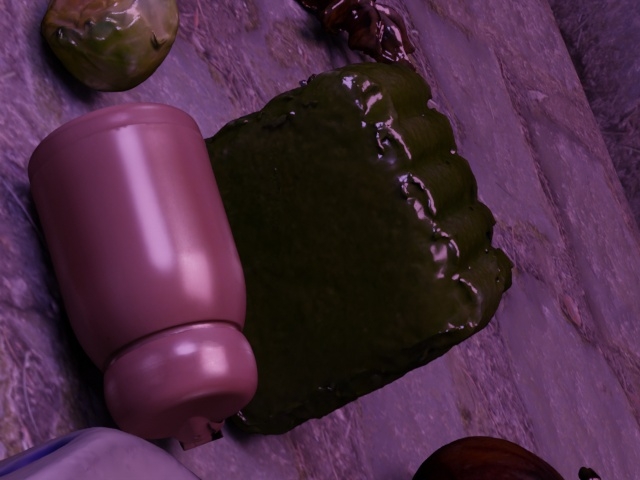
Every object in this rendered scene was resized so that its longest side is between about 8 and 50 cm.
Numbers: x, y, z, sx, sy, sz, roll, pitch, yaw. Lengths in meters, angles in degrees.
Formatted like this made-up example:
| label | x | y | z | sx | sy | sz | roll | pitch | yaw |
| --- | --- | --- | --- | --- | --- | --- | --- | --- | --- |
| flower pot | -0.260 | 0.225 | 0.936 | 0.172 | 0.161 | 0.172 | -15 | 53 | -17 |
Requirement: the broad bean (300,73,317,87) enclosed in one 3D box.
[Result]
| label | x | y | z | sx | sy | sz | roll | pitch | yaw |
| --- | --- | --- | --- | --- | --- | --- | --- | --- | --- |
| broad bean | -0.016 | -0.111 | 2.071 | 0.052 | 0.053 | 0.256 | 18 | 48 | -17 |

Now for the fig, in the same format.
| label | x | y | z | sx | sy | sz | roll | pitch | yaw |
| --- | --- | --- | --- | --- | --- | --- | --- | --- | --- |
| fig | 0.207 | 0.337 | 1.846 | 0.235 | 0.214 | 0.235 | 13 | 68 | -37 |

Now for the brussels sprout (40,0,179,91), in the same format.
| label | x | y | z | sx | sy | sz | roll | pitch | yaw |
| --- | --- | --- | --- | --- | --- | --- | --- | --- | --- |
| brussels sprout | -0.216 | -0.225 | 1.705 | 0.122 | 0.149 | 0.151 | 62 | 34 | -42 |

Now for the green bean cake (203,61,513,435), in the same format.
| label | x | y | z | sx | sy | sz | roll | pitch | yaw |
| --- | --- | --- | --- | --- | --- | --- | --- | --- | --- |
| green bean cake | 0.000 | 0.000 | 1.669 | 0.335 | 0.319 | 0.218 | 66 | 21 | 3 |

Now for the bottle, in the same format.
| label | x | y | z | sx | sy | sz | roll | pitch | yaw |
| --- | --- | --- | --- | --- | --- | --- | --- | --- | --- |
| bottle | -0.155 | 0.041 | 1.506 | 0.206 | 0.173 | 0.296 | 92 | -21 | -68 |

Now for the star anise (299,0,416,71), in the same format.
| label | x | y | z | sx | sy | sz | roll | pitch | yaw |
| --- | --- | --- | --- | --- | --- | --- | --- | --- | --- |
| star anise | 0.042 | -0.349 | 2.414 | 0.288 | 0.088 | 0.288 | 39 | 22 | -19 |

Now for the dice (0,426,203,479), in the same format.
| label | x | y | z | sx | sy | sz | roll | pitch | yaw |
| --- | --- | --- | --- | --- | --- | --- | --- | --- | --- |
| dice | -0.196 | 0.276 | 1.046 | 0.243 | 0.259 | 0.251 | 62 | 23 | -2 |
